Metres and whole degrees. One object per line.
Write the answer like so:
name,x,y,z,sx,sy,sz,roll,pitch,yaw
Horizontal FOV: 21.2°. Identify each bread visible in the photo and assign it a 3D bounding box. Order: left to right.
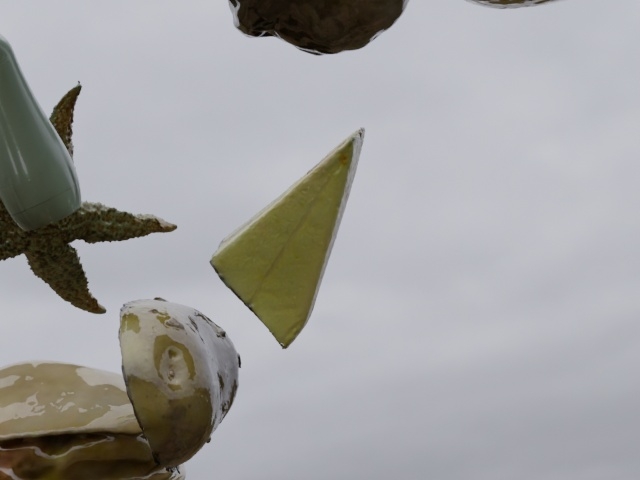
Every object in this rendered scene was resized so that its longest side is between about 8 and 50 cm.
bread,0.002,-0.004,2.239,0.264,0.163,0.167,-40,3,13

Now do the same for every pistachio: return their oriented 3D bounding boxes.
pistachio,-0.325,0.263,2.171,0.321,0.229,0.238,0,12,23

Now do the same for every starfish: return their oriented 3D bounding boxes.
starfish,-0.341,-0.037,2.159,0.357,0.078,0.347,-1,-61,-22

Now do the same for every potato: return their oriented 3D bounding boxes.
potato,-0.119,0.125,1.555,0.081,0.164,0.200,-16,8,8

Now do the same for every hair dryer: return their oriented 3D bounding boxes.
hair dryer,-0.321,-0.133,1.663,0.075,0.206,0.237,-27,27,-17

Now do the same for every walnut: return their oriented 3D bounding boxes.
walnut,-0.010,-0.318,1.840,0.248,0.248,0.248,-5,-17,-2

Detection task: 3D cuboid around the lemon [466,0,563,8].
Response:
lemon,0.160,-0.353,1.340,0.364,0.364,0.364,-5,-17,-2
